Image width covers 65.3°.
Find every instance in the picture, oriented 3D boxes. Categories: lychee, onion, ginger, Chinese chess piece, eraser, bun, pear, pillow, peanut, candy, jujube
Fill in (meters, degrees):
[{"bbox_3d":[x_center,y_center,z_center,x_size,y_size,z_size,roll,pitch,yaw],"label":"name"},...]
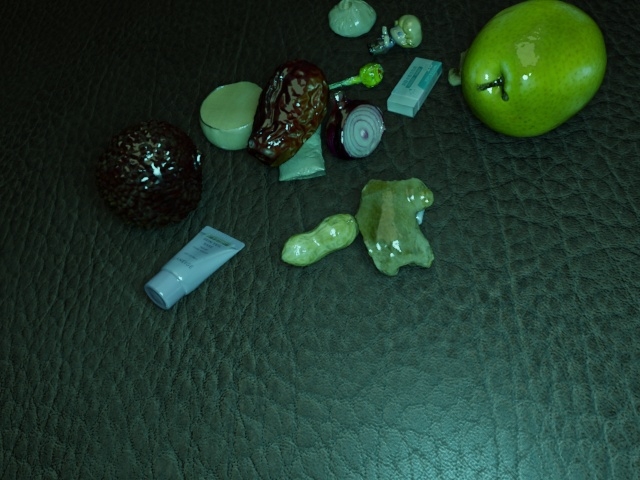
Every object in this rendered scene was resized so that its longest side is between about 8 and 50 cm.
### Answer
[{"bbox_3d":[-0.480,-0.191,1.438,0.330,0.306,0.306,-14,55,7],"label":"lychee"},{"bbox_3d":[0.078,-0.350,1.472,0.195,0.218,0.140,-46,32,-11],"label":"onion"},{"bbox_3d":[0.197,-0.047,1.267,0.221,0.130,0.275,-33,74,1],"label":"ginger"},{"bbox_3d":[-0.278,-0.415,1.659,0.250,0.103,0.249,-5,56,8],"label":"Chinese chess piece"},{"bbox_3d":[0.307,-0.499,1.616,0.096,0.052,0.225,22,64,23],"label":"eraser"},{"bbox_3d":[0.118,-0.845,1.858,0.183,0.102,0.183,-4,55,6],"label":"bun"},{"bbox_3d":[0.574,-0.463,1.357,0.362,0.362,0.418,31,41,28],"label":"pear"},{"bbox_3d":[-0.061,-0.279,1.553,0.148,0.050,0.229,-7,52,1],"label":"pillow"},{"bbox_3d":[0.000,0.000,1.320,0.229,0.103,0.098,-29,43,-10],"label":"peanut"},{"bbox_3d":[0.085,-0.535,1.691,0.262,0.073,0.077,-15,36,11],"label":"candy"},{"bbox_3d":[0.495,-0.553,1.610,0.133,0.059,0.214,20,61,32],"label":"ginger"},{"bbox_3d":[-0.099,-0.377,1.494,0.216,0.216,0.342,17,65,22],"label":"jujube"}]

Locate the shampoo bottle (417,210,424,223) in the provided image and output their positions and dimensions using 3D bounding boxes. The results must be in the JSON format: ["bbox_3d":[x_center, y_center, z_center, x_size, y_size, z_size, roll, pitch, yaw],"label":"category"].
[{"bbox_3d":[0.254,-0.095,1.363,0.072,0.043,0.099,13,61,23],"label":"shampoo bottle"}]

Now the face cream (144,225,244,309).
[{"bbox_3d":[-0.350,0.068,1.372,0.154,0.096,0.274,21,51,28],"label":"face cream"}]

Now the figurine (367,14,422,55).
[{"bbox_3d":[0.258,-0.711,1.741,0.196,0.108,0.114,-17,32,9],"label":"figurine"}]
